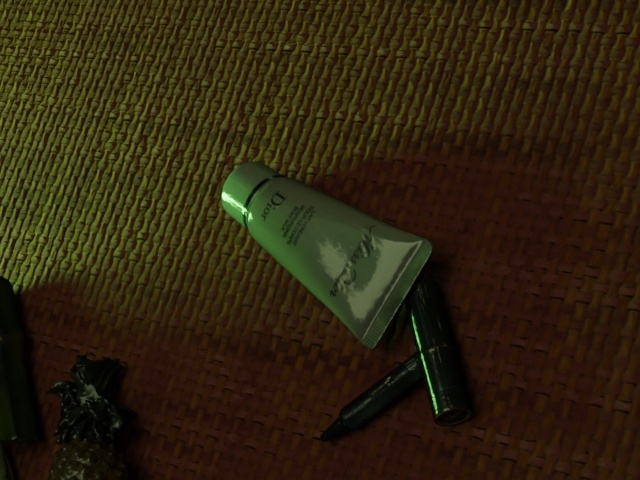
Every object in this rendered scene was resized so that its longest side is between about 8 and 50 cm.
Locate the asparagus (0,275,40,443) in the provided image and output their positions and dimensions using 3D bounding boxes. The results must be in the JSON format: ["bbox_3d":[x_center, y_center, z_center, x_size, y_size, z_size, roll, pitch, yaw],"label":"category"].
[{"bbox_3d":[-0.438,0.171,1.968,0.067,0.060,0.278,-18,57,3],"label":"asparagus"}]

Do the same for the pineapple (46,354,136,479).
[{"bbox_3d":[-0.298,0.252,1.808,0.119,0.111,0.237,-2,54,-1],"label":"pineapple"}]

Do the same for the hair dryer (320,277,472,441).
[{"bbox_3d":[0.072,0.156,1.634,0.195,0.050,0.173,-28,53,25],"label":"hair dryer"}]

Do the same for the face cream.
[{"bbox_3d":[0.000,0.000,1.724,0.314,0.089,0.143,34,95,38],"label":"face cream"}]

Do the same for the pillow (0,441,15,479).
[{"bbox_3d":[-0.496,0.388,1.914,0.229,0.050,0.148,-35,47,17],"label":"pillow"}]
